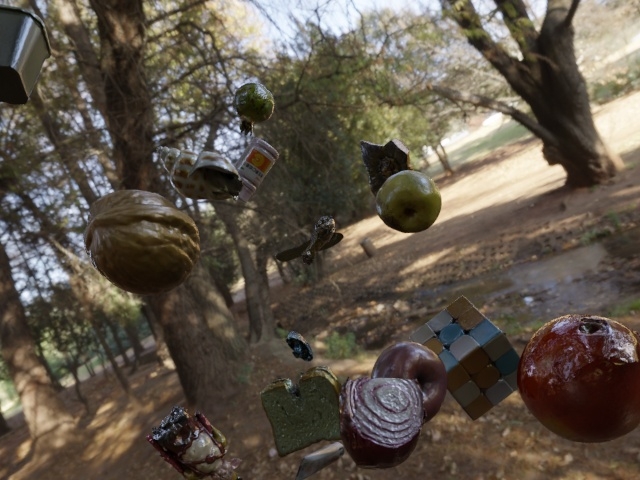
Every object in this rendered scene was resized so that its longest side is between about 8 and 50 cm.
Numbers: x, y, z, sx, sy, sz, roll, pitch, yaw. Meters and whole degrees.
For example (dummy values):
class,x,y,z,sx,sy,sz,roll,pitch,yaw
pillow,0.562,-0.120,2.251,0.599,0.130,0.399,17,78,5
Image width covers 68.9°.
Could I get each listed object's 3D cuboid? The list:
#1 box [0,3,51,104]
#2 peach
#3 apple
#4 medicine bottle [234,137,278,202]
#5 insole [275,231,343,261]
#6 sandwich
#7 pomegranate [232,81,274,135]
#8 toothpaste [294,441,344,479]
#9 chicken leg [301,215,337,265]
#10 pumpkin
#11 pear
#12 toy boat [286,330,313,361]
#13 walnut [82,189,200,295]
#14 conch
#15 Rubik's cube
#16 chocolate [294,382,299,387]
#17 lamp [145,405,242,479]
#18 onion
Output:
class,x,y,z,sx,sy,sz,roll,pitch,yaw
box,-0.721,-0.387,0.950,0.275,0.178,0.138,1,-32,-14
peach,0.532,0.265,0.935,0.281,0.281,0.238,-28,41,4
apple,0.319,0.527,1.721,0.306,0.305,0.235,-27,1,-26
medicine bottle,-0.292,-0.290,1.930,0.249,0.133,0.133,-56,2,-5
insole,-0.047,0.030,1.965,0.322,0.007,0.109,-21,-38,21
sandwich,-0.045,0.557,1.544,0.274,0.248,0.095,-20,-2,12
pomegranate,-0.314,-0.613,2.190,0.199,0.245,0.198,-5,6,1
toothpaste,-0.005,0.804,1.706,0.323,0.066,0.100,20,-89,-61
chicken leg,0.001,-0.006,1.680,0.196,0.081,0.125,-53,-22,-42
pumpkin,0.288,-0.274,1.813,0.290,0.258,0.095,7,35,47
pear,0.268,-0.122,1.420,0.197,0.197,0.197,-28,0,0
toy boat,-0.073,0.363,1.576,0.060,0.137,0.060,-17,30,25
walnut,-0.509,0.002,1.328,0.333,0.332,0.333,-28,0,0
conch,-0.388,-0.217,1.492,0.275,0.148,0.182,16,-53,-32
Rubik's cube,0.678,0.529,2.140,0.344,0.347,0.346,-37,23,4
chocolate,-0.008,0.634,1.800,0.214,0.148,0.093,0,-27,22
lamp,-0.254,0.473,1.020,0.118,0.253,0.118,-36,12,9
onion,0.149,0.470,1.182,0.217,0.206,0.206,3,-37,-1
